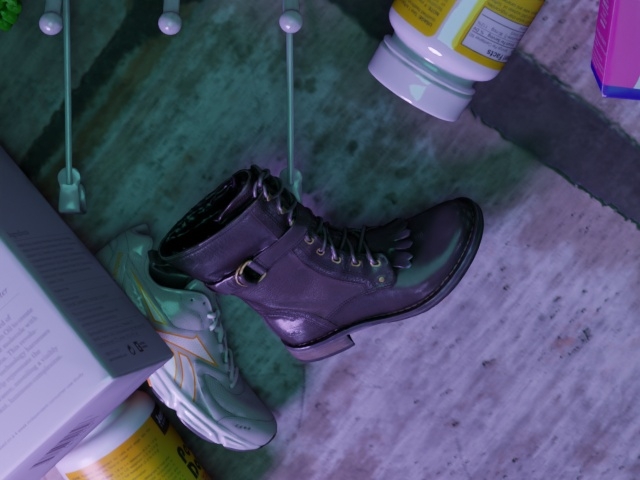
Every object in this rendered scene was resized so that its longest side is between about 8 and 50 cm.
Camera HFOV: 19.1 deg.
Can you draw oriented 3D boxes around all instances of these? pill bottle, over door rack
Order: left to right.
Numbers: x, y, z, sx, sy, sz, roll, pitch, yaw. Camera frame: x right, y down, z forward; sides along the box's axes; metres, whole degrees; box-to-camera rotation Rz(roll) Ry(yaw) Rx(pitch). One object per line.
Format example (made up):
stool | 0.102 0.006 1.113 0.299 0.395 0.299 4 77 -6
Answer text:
pill bottle | -0.185 0.232 1.895 0.117 0.117 0.215 -31 105 11
over door rack | -0.133 -0.168 1.772 0.239 0.108 0.324 0 108 2
pill bottle | 0.137 -0.221 1.741 0.119 0.119 0.208 30 106 -8

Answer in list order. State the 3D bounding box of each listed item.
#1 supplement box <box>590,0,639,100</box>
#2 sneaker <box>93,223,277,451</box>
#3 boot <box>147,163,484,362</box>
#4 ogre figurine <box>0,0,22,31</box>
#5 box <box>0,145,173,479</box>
supplement box | 0.319 -0.244 1.733 0.111 0.114 0.220 6 109 0
sneaker | -0.125 0.095 1.864 0.262 0.099 0.121 43 99 -13
boot | 0.000 0.000 1.781 0.263 0.091 0.229 -35 133 13
ogre figurine | -0.319 -0.302 1.741 0.118 0.097 0.197 9 120 -13
box | -0.341 0.053 1.762 0.215 0.168 0.345 -42 83 13
